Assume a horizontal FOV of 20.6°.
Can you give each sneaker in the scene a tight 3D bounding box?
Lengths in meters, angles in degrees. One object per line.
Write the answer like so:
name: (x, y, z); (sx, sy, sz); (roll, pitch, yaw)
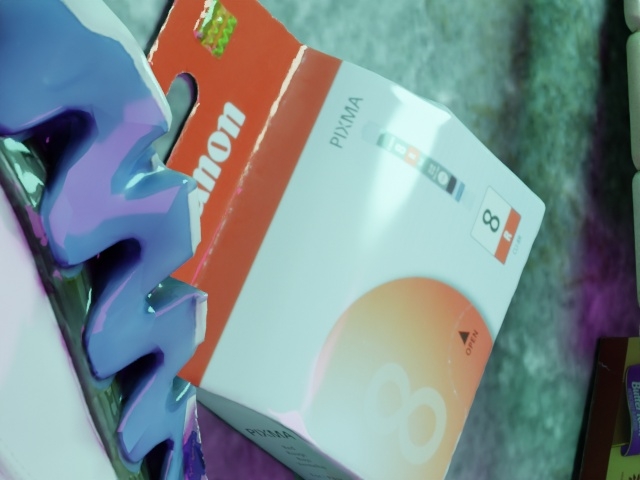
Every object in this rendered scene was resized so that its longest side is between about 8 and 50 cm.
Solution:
sneaker: (-0.116, 0.098, 0.488); (0.182, 0.127, 0.315); (-23, 110, -29)

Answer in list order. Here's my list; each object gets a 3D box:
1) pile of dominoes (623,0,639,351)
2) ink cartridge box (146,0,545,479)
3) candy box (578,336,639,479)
pile of dominoes: (0.172, -0.018, 0.782); (0.196, 0.040, 0.251); (17, 69, -51)
ink cartridge box: (0.000, 0.000, 0.642); (0.179, 0.045, 0.145); (42, 62, -38)
candy box: (0.193, 0.122, 0.819); (0.187, 0.053, 0.109); (26, 69, -40)
